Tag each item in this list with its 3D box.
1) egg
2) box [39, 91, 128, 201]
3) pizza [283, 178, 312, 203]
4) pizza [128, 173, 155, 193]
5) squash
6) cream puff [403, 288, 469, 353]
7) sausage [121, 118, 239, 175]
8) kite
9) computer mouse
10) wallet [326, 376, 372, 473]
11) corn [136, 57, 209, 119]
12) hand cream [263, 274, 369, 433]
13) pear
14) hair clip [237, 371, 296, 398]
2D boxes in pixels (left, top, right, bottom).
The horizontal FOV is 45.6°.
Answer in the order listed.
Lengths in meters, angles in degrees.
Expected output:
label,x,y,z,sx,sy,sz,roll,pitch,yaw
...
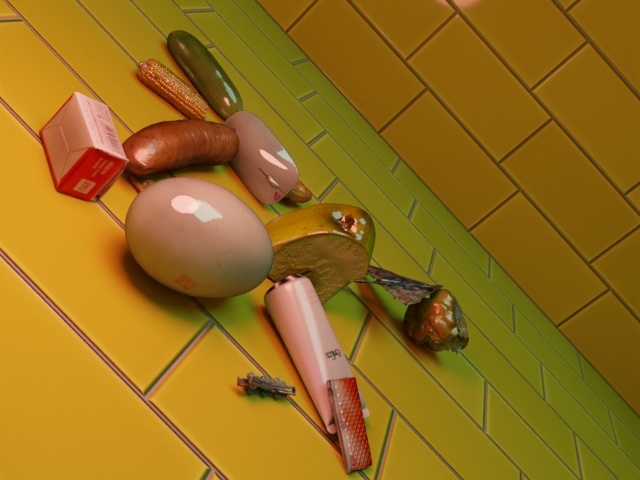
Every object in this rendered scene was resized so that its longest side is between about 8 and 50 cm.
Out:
label,x,y,z,sx,sy,sz,roll,pitch,yaw
egg,-0.232,0.003,1.541,0.371,0.230,0.229,29,28,-52
box,-0.475,-0.187,1.534,0.099,0.133,0.182,20,33,-50
pizza,-0.123,-0.172,2.286,0.246,0.058,0.127,25,32,-43
pizza,-0.377,-0.115,1.742,0.123,0.026,0.108,47,19,-1
squash,-0.352,-0.513,2.367,0.395,0.107,0.107,54,22,10
cream puff,0.343,0.245,2.316,0.221,0.195,0.194,49,12,-54
sausage,-0.346,-0.229,1.860,0.136,0.123,0.501,38,19,9
kite,0.198,0.125,2.229,0.369,0.014,0.406,5,14,-20
computer mouse,-0.184,-0.239,2.139,0.288,0.159,0.097,56,17,20
wallet,0.065,0.395,1.641,0.103,0.020,0.196,11,63,-56
corn,-0.412,-0.423,2.134,0.238,0.080,0.080,35,25,-28
hand cream,-0.008,0.253,1.724,0.186,0.118,0.358,-2,61,-61
pear,0.000,0.000,1.929,0.286,0.282,0.176,33,34,-35
hair clip,-0.110,0.291,1.539,0.173,0.049,0.049,29,28,-52
